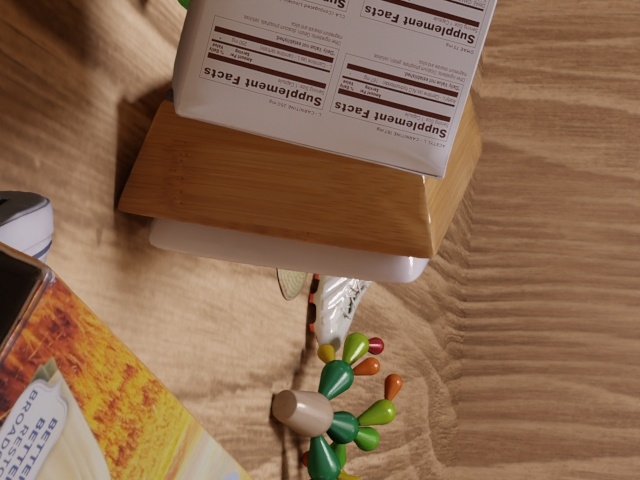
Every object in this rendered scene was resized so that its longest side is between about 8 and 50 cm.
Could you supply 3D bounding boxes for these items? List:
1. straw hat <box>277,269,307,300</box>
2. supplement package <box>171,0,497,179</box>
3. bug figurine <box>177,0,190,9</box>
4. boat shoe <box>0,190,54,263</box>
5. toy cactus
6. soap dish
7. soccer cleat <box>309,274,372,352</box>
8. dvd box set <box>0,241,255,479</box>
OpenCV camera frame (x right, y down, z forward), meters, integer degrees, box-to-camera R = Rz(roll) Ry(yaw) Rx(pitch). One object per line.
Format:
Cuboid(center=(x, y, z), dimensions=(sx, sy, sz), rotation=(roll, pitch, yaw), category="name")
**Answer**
Cuboid(center=(0.000, 0.000, 1.302), dimensions=(0.144, 0.061, 0.145), rotation=(4, 90, -76), category="straw hat")
Cuboid(center=(0.012, -0.165, 0.670), dimensions=(0.194, 0.149, 0.203), rotation=(-114, -141, -73), category="supplement package")
Cuboid(center=(-0.066, -0.289, 0.868), dimensions=(0.279, 0.072, 0.216), rotation=(-61, 165, -61), category="bug figurine")
Cuboid(center=(-0.176, 0.032, 0.545), dimensions=(0.226, 0.083, 0.076), rotation=(-41, 132, -72), category="boat shoe")
Cuboid(center=(0.005, 0.197, 1.321), dimensions=(0.180, 0.112, 0.219), rotation=(31, 75, -51), category="toy cactus")
Cuboid(center=(0.002, -0.075, 0.933), dimensions=(0.291, 0.228, 0.118), rotation=(-54, 150, -66), category="soap dish")
Cuboid(center=(0.035, 0.045, 1.419), dimensions=(0.068, 0.076, 0.196), rotation=(68, 28, -60), category="soccer cleat")
Cuboid(center=(-0.148, 0.216, 0.577), dimensions=(0.308, 0.062, 0.420), rotation=(-62, 158, -19), category="dvd box set")
